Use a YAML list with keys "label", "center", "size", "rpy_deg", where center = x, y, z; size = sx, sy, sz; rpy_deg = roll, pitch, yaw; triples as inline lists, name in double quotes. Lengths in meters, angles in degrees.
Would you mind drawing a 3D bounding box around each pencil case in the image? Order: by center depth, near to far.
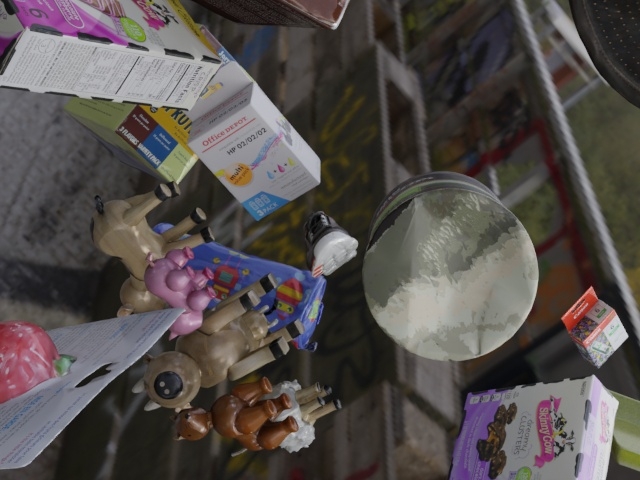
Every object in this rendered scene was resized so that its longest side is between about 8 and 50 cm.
- label: "pencil case"
  center: [-0.134, 0.070, 1.662]
  size: [0.306, 0.119, 0.133]
  rpy_deg: [19, -4, 13]

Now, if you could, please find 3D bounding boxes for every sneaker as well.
- label: "sneaker"
  center: [0.000, 0.000, 1.168]
  size: [0.065, 0.061, 0.158]
  rpy_deg: [56, -3, 7]

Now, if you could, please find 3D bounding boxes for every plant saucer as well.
- label: "plant saucer"
  center: [0.528, 0.325, 1.716]
  size: [0.188, 0.045, 0.188]
  rpy_deg: [20, 21, -9]

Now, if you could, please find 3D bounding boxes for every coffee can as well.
- label: "coffee can"
  center: [0.157, 0.022, 1.337]
  size: [0.201, 0.201, 0.275]
  rpy_deg: [50, 8, -3]

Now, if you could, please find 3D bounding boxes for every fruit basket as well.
- label: "fruit basket"
  center: [-0.332, 0.154, 0.955]
  size: [0.327, 0.353, 0.165]
  rpy_deg: [-52, 135, -68]

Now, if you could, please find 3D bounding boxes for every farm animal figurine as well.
- label: "farm animal figurine"
  center: [-0.147, 0.113, 1.257]
  size: [0.330, 0.172, 0.327]
  rpy_deg: [64, 15, 14]

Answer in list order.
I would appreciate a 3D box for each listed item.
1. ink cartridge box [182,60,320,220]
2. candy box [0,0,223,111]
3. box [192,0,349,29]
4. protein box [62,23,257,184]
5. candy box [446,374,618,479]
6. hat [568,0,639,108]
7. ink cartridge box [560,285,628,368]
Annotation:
- label: "ink cartridge box"
  center: [-0.094, -0.124, 1.340]
  size: [0.181, 0.104, 0.061]
  rpy_deg: [48, 24, -27]
- label: "candy box"
  center: [-0.224, -0.207, 0.991]
  size: [0.233, 0.071, 0.159]
  rpy_deg: [0, 48, -52]
- label: "box"
  center: [-0.056, -0.326, 1.073]
  size: [0.143, 0.191, 0.381]
  rpy_deg: [25, 4, -23]
- label: "protein box"
  center: [-0.245, -0.217, 1.611]
  size: [0.200, 0.201, 0.136]
  rpy_deg: [24, -17, 52]
- label: "candy box"
  center: [0.270, 0.269, 1.366]
  size: [0.070, 0.196, 0.165]
  rpy_deg: [45, 47, -30]
- label: "hat"
  center: [0.346, -0.244, 0.792]
  size: [0.331, 0.331, 0.134]
  rpy_deg: [39, 34, -25]
- label: "ink cartridge box"
  center: [0.362, 0.115, 1.402]
  size: [0.029, 0.063, 0.115]
  rpy_deg: [39, -8, 43]
